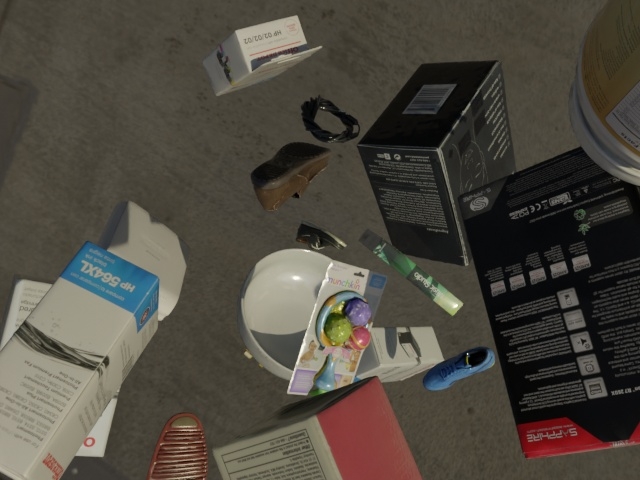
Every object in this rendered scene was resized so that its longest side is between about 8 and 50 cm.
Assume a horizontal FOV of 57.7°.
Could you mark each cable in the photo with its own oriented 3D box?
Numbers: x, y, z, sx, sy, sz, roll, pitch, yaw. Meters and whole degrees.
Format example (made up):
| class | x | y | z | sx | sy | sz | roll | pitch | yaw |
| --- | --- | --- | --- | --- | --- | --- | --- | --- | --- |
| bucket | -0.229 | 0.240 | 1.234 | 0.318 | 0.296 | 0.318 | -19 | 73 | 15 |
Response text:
| class | x | y | z | sx | sy | sz | roll | pitch | yaw |
| --- | --- | --- | --- | --- | --- | --- | --- | --- | --- |
| cable | 0.020 | -0.304 | 1.455 | 0.150 | 0.184 | 0.047 | 50 | 129 | 6 |

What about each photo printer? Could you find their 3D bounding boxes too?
| class | x | y | z | sx | sy | sz | roll | pitch | yaw |
| --- | --- | --- | --- | --- | --- | --- | --- | --- | --- |
| photo printer | -0.489 | 0.060 | 1.583 | 0.107 | 0.307 | 0.256 | -37 | 118 | 21 |

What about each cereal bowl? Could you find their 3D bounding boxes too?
| class | x | y | z | sx | sy | sz | roll | pitch | yaw |
| --- | --- | --- | --- | --- | --- | --- | --- | --- | --- |
| cereal bowl | -0.054 | 0.198 | 1.445 | 0.339 | 0.339 | 0.141 | 54 | 143 | 14 |

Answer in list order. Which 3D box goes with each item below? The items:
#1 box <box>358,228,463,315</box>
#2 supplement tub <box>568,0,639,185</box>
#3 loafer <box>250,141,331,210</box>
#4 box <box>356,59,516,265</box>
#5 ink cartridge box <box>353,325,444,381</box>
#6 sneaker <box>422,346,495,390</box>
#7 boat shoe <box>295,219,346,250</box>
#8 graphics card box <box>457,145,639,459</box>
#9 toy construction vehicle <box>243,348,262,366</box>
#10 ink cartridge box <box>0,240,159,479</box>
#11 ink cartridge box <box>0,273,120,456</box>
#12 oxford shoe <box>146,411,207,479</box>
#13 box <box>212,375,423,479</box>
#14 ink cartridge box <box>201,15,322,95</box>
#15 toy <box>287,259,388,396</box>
| class | x | y | z | sx | sy | sz | roll | pitch | yaw |
| --- | --- | --- | --- | --- | --- | --- | --- | --- | --- |
| box | 0.273 | 0.093 | 1.801 | 0.322 | 0.232 | 0.058 | 37 | 93 | -10 |
| supplement tub | 0.372 | -0.184 | 0.515 | 0.228 | 0.316 | 0.228 | -1 | 77 | 4 |
| loafer | -0.091 | -0.197 | 1.755 | 0.134 | 0.366 | 0.130 | 21 | 125 | 25 |
| box | 0.409 | -0.260 | 1.914 | 0.297 | 0.471 | 0.480 | 10 | 49 | 37 |
| ink cartridge box | 0.203 | 0.368 | 1.854 | 0.223 | 0.307 | 0.129 | -36 | 59 | 40 |
| sneaker | 0.360 | 0.336 | 1.542 | 0.209 | 0.082 | 0.069 | -28 | 60 | 15 |
| boat shoe | 0.000 | 0.000 | 1.876 | 0.233 | 0.084 | 0.079 | 22 | 80 | 52 |
| graphics card box | 0.337 | 0.074 | 0.760 | 0.233 | 0.094 | 0.371 | -24 | 67 | 34 |
| toy construction vehicle | -0.177 | 0.328 | 1.739 | 0.086 | 0.098 | 0.035 | 43 | 122 | 8 |
| ink cartridge box | -0.245 | 0.126 | 0.562 | 0.086 | 0.148 | 0.203 | 28 | 57 | -1 |
| ink cartridge box | -0.462 | 0.222 | 1.029 | 0.121 | 0.211 | 0.289 | 3 | 80 | 60 |
| oxford shoe | -0.321 | 0.538 | 1.251 | 0.123 | 0.130 | 0.348 | 9 | 85 | -19 |
| box | 0.020 | 0.277 | 0.580 | 0.149 | 0.127 | 0.232 | -28 | 81 | 33 |
| ink cartridge box | -0.089 | -0.271 | 0.844 | 0.181 | 0.104 | 0.061 | -1 | 112 | 60 |
| toy | 0.043 | 0.165 | 0.990 | 0.056 | 0.137 | 0.237 | 27 | 99 | 52 |
